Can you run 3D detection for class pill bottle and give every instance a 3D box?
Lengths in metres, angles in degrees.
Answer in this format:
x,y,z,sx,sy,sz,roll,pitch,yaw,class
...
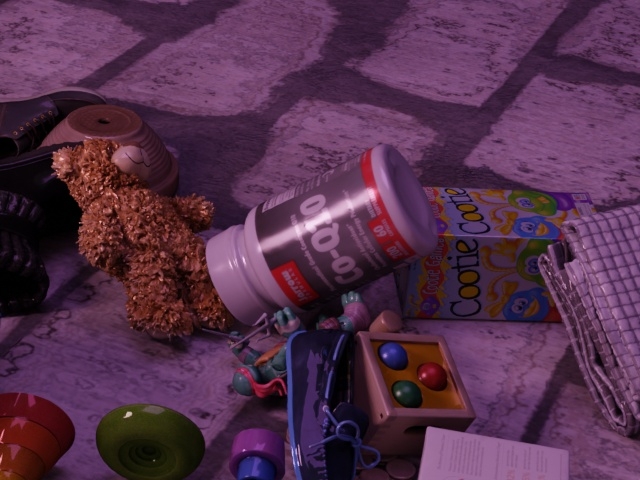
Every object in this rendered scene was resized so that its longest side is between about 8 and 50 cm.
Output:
x,y,z,sx,sy,sz,roll,pitch,yaw,class
0.000,0.000,2.007,0.283,0.161,0.161,-26,25,19,pill bottle

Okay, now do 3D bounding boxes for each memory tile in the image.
x,y,z,sx,sy,sz,roll,pitch,yaw,class
0.035,0.260,1.830,0.113,0.012,0.148,-13,36,-29,memory tile

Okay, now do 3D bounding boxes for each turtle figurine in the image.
x,y,z,sx,sy,sz,roll,pitch,yaw,class
-0.050,0.140,1.922,0.234,0.118,0.175,-20,2,-40,turtle figurine

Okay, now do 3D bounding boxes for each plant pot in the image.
x,y,z,sx,sy,sz,roll,pitch,yaw,class
-0.338,-0.140,2.348,0.237,0.110,0.237,5,30,-3,plant pot

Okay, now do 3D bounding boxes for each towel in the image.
x,y,z,sx,sy,sz,roll,pitch,yaw,class
0.435,0.095,1.976,0.235,0.121,0.284,-14,72,-27,towel

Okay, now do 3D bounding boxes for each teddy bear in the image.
x,y,z,sx,sy,sz,roll,pitch,yaw,class
-0.232,-0.010,2.043,0.245,0.113,0.338,5,52,-33,teddy bear

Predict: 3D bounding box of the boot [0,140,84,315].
x,y,z,sx,sy,sz,roll,pitch,yaw,class
-0.398,-0.016,2.106,0.348,0.131,0.260,-10,32,-18,boot

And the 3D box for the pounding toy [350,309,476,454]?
x,y,z,sx,sy,sz,roll,pitch,yaw,class
0.116,0.157,1.870,0.181,0.094,0.206,5,46,-29,pounding toy

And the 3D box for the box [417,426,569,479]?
x,y,z,sx,sy,sz,roll,pitch,yaw,class
0.193,0.298,1.714,0.170,0.091,0.130,9,31,5,box

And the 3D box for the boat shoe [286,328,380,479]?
x,y,z,sx,sy,sz,roll,pitch,yaw,class
0.013,0.209,1.742,0.089,0.109,0.258,-14,61,11,boat shoe

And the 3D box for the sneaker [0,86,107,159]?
x,y,z,sx,sy,sz,roll,pitch,yaw,class
-0.452,-0.180,2.438,0.222,0.083,0.118,-9,38,-8,sneaker

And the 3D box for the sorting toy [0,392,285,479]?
x,y,z,sx,sy,sz,roll,pitch,yaw,class
-0.224,0.266,1.686,0.365,0.127,0.126,5,42,2,sorting toy

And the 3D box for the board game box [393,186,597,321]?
x,y,z,sx,sy,sz,roll,pitch,yaw,class
0.252,0.020,2.144,0.275,0.144,0.142,2,31,-6,board game box
